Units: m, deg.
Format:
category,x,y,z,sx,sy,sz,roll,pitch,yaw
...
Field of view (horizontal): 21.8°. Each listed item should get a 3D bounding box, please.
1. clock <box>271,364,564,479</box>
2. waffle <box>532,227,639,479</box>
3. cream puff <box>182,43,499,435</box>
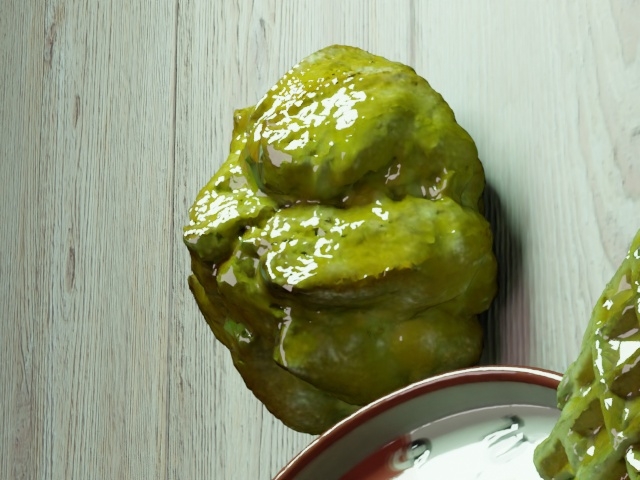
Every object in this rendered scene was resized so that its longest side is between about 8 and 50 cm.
category,x,y,z,sx,sy,sz,roll,pitch,yaw
clock,0.064,0.204,0.862,0.318,0.080,0.318,-25,37,21
waffle,0.188,0.044,0.756,0.208,0.054,0.214,14,78,59
cream puff,0.013,0.003,1.077,0.244,0.196,0.244,158,90,-81
